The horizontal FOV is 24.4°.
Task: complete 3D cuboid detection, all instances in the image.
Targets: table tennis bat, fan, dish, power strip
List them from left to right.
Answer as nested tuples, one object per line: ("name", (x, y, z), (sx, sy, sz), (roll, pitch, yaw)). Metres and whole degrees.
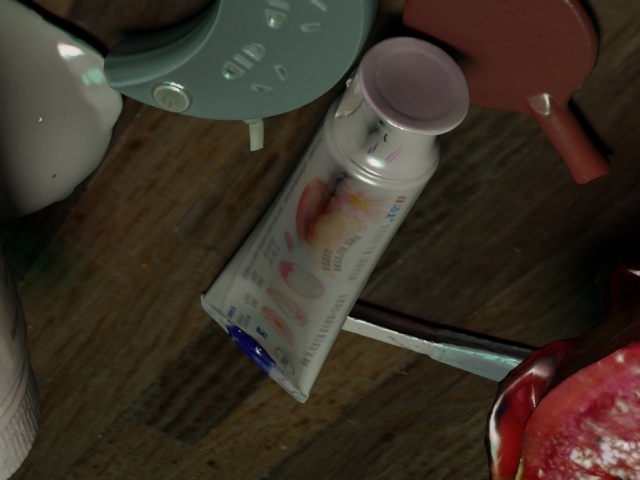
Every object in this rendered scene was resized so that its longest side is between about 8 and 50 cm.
("dish", (-0.232, -0.076, 0.848), (0.224, 0.078, 0.246), (-7, 137, 30))
("power strip", (-0.041, -0.121, 0.746), (0.137, 0.044, 0.216), (15, 143, 1))
("fan", (0.127, 0.078, 0.961), (0.282, 0.023, 0.057), (18, 148, -5))
("table tennis bat", (0.105, -0.085, 0.761), (0.098, 0.019, 0.154), (-15, 131, 36))

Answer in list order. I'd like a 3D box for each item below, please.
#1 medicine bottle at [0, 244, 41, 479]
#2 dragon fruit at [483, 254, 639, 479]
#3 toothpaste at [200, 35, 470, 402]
("medicine bottle", (-0.237, 0.040, 0.815), (0.145, 0.144, 0.252), (8, 142, 11))
("dragon fruit", (0.297, 0.124, 0.781), (0.371, 0.249, 0.386), (45, 133, -11))
("toothpaste", (0.000, 0.000, 0.866), (0.100, 0.066, 0.323), (43, 146, 7))
